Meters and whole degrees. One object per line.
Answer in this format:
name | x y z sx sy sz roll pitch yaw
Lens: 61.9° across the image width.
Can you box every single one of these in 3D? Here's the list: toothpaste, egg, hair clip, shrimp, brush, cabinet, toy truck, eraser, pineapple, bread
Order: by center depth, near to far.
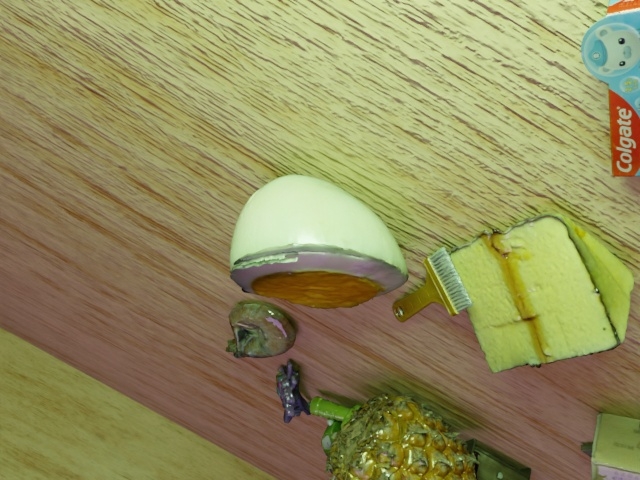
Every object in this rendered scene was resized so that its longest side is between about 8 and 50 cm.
toothpaste | 0.308 -0.149 0.537 0.070 0.044 0.193 4 139 33
bread | 0.283 0.076 0.766 0.178 0.135 0.240 37 147 -11
egg | 0.002 -0.002 0.845 0.287 0.173 0.264 18 154 -31
eraser | 0.661 0.401 0.920 0.344 0.144 0.078 4 115 32
brush | 0.179 0.099 0.930 0.103 0.014 0.272 66 159 14
pineapple | 0.179 0.550 1.280 0.300 0.352 0.352 38 145 -6
shrimp | -0.179 0.236 1.364 0.168 0.077 0.317 49 137 -13
cabinet | 0.414 0.658 1.375 0.175 0.215 0.148 29 145 0
toy truck | 0.080 0.536 1.523 0.187 0.148 0.210 -8 111 38
hair clip | -0.085 0.453 1.542 0.091 0.137 0.278 -15 139 -2

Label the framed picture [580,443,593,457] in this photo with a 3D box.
framed picture | 0.725 0.493 1.114 0.281 0.019 0.209 35 145 -11
